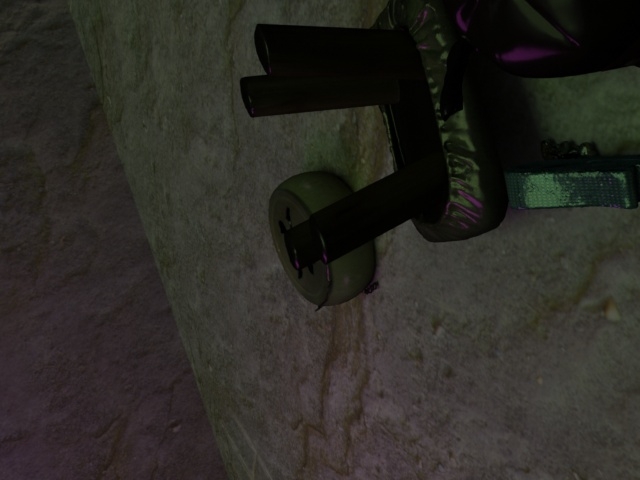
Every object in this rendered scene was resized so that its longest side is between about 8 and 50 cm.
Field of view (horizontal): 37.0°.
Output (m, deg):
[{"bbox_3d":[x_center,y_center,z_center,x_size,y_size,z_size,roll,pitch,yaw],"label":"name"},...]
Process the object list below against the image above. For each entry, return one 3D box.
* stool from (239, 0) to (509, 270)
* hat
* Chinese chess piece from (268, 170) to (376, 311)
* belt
[{"bbox_3d":[0.052,-0.125,1.154,0.310,0.226,0.310,154,99,-79],"label":"stool"},{"bbox_3d":[0.206,-0.192,0.752,0.336,0.209,0.238,37,145,10],"label":"hat"},{"bbox_3d":[0.000,0.000,1.590,0.238,0.092,0.237,45,146,42],"label":"Chinese chess piece"},{"bbox_3d":[0.279,-0.064,0.978,0.179,0.100,0.065,4,112,48],"label":"belt"}]
